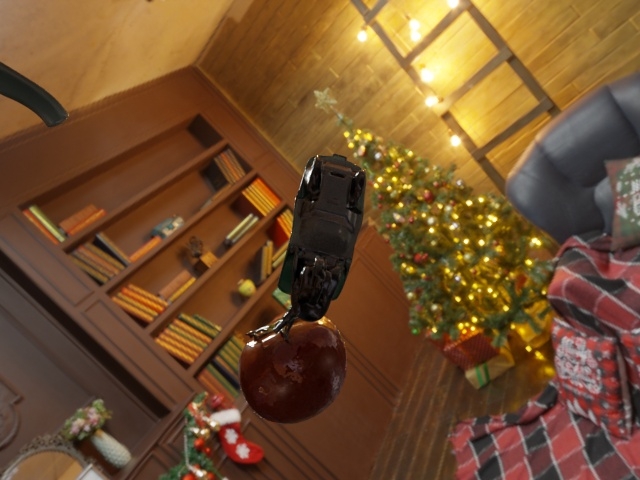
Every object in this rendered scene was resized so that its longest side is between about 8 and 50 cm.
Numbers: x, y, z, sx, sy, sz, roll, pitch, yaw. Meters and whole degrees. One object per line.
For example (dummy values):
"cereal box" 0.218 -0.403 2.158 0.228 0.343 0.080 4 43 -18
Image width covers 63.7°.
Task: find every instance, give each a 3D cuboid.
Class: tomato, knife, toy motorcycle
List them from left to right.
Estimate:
"knife" -0.280 -0.146 0.367 0.015 0.210 0.028 4 68 45
"tomato" -0.039 0.185 0.745 0.167 0.167 0.167 -44 6 6
"toy motorcycle" 0.000 0.000 0.436 0.100 0.058 0.173 109 174 -53
